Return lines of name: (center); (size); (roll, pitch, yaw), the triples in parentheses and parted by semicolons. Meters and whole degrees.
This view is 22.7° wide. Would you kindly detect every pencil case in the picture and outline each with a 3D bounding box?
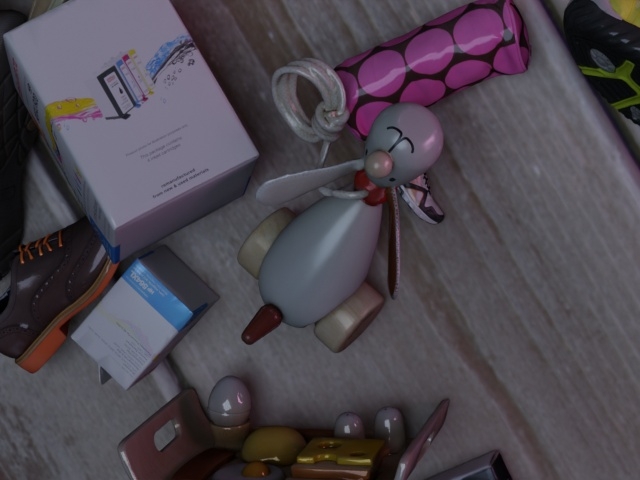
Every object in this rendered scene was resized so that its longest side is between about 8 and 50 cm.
pencil case: (0.118, -0.176, 1.644); (0.209, 0.095, 0.098); (-22, 119, 16)

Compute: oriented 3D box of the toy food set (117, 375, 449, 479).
toy food set: (-0.032, 0.204, 1.688); (0.306, 0.220, 0.092); (0, 100, 15)

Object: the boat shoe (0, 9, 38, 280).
boat shoe: (-0.394, -0.103, 1.779); (0.116, 0.123, 0.324); (17, 103, 18)

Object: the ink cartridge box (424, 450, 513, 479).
ink cartridge box: (0.071, 0.386, 1.780); (0.371, 0.069, 0.175); (-26, 93, 20)

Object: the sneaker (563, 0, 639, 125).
sneaker: (0.424, -0.162, 1.563); (0.385, 0.145, 0.147); (26, 74, 12)

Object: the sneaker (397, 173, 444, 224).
sneaker: (0.100, -0.063, 1.691); (0.044, 0.040, 0.109); (-39, 105, 9)

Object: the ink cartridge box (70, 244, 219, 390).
ink cartridge box: (-0.201, 0.091, 1.777); (0.090, 0.092, 0.143); (44, 107, 4)

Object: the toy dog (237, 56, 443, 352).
toy dog: (0.000, 0.000, 1.620); (0.220, 0.161, 0.333); (25, 135, 22)

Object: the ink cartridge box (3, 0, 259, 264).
ink cartridge box: (-0.198, -0.128, 1.652); (0.168, 0.171, 0.232); (-28, 82, -13)

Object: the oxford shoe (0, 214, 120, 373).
oxford shoe: (-0.291, 0.028, 1.774); (0.098, 0.097, 0.271); (32, 108, -17)

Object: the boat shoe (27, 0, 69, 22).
boat shoe: (-0.249, -0.350, 1.703); (0.098, 0.109, 0.302); (28, 100, 14)
